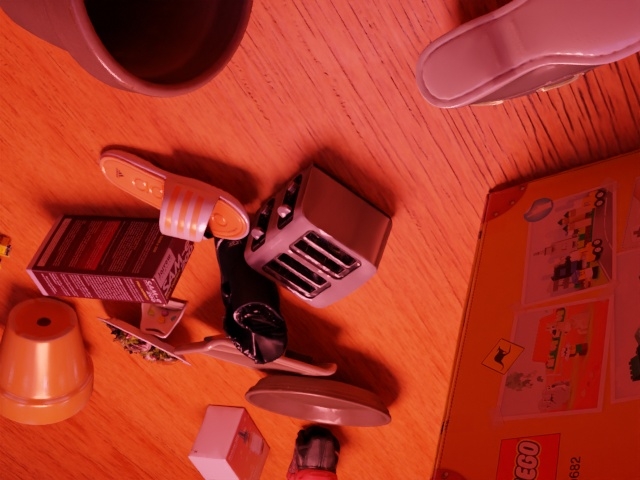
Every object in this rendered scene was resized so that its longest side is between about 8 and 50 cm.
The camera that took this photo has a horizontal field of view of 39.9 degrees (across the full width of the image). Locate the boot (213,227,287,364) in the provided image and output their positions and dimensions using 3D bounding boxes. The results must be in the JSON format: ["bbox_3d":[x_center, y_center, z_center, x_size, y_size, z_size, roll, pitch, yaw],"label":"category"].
[{"bbox_3d":[-0.106,0.120,1.399,0.094,0.207,0.246,-14,135,-4],"label":"boot"}]

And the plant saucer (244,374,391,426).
[{"bbox_3d":[-0.003,0.300,1.650,0.278,0.041,0.278,9,160,3],"label":"plant saucer"}]

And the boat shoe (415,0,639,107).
[{"bbox_3d":[0.254,-0.222,0.955,0.305,0.091,0.109,-17,87,30],"label":"boat shoe"}]

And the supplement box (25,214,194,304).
[{"bbox_3d":[-0.346,0.029,1.458,0.240,0.130,0.073,3,139,20],"label":"supplement box"}]

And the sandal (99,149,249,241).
[{"bbox_3d":[-0.234,-0.050,1.332,0.265,0.076,0.102,22,141,13],"label":"sandal"}]

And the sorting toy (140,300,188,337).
[{"bbox_3d":[-0.293,0.142,1.612,0.083,0.075,0.044,14,141,7],"label":"sorting toy"}]

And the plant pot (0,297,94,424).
[{"bbox_3d":[-0.547,0.223,1.731,0.205,0.205,0.187,17,126,3],"label":"plant pot"}]

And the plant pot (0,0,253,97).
[{"bbox_3d":[-0.241,-0.296,0.968,0.229,0.263,0.263,12,144,34],"label":"plant pot"}]

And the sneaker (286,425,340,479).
[{"bbox_3d":[-0.014,0.462,1.864,0.098,0.135,0.276,8,165,-6],"label":"sneaker"}]

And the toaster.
[{"bbox_3d":[0.000,0.000,1.301,0.186,0.110,0.168,34,140,-18],"label":"toaster"}]

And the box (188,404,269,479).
[{"bbox_3d":[-0.193,0.456,1.898,0.091,0.130,0.170,0,138,23],"label":"box"}]

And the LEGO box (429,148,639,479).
[{"bbox_3d":[0.358,0.130,1.000,0.373,0.500,0.193,-16,129,36],"label":"LEGO box"}]

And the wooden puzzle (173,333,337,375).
[{"bbox_3d":[-0.118,0.202,1.561,0.239,0.044,0.221,15,166,-22],"label":"wooden puzzle"}]

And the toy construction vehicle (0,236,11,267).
[{"bbox_3d":[-0.616,0.013,1.630,0.086,0.035,0.098,17,145,-16],"label":"toy construction vehicle"}]

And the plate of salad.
[{"bbox_3d":[-0.338,0.199,1.670,0.200,0.048,0.200,26,168,6],"label":"plate of salad"}]
